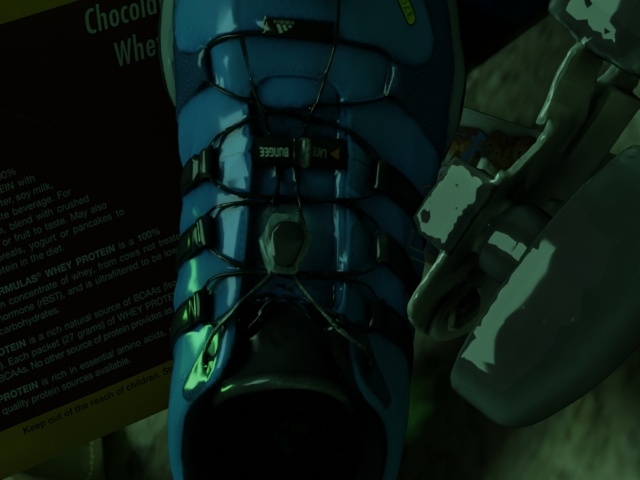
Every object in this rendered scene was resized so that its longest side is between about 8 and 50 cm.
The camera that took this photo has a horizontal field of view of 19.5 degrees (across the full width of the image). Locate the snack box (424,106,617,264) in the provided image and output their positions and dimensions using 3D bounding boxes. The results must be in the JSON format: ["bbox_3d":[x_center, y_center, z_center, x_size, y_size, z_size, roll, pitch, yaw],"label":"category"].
[{"bbox_3d":[0.070,-0.014,0.723,0.178,0.022,0.064,26,96,57],"label":"snack box"}]

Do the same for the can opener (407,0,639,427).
[{"bbox_3d":[0.122,-0.068,0.619,0.093,0.074,0.280,36,101,22],"label":"can opener"}]

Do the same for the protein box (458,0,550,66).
[{"bbox_3d":[0.013,-0.208,0.738,0.136,0.200,0.201,-35,47,42],"label":"protein box"}]

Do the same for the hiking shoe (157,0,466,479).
[{"bbox_3d":[0.000,0.000,0.659,0.132,0.113,0.304,-98,7,-65],"label":"hiking shoe"}]

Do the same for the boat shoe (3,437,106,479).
[{"bbox_3d":[-0.181,0.048,0.974,0.110,0.121,0.341,-64,32,13],"label":"boat shoe"}]

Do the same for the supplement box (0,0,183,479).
[{"bbox_3d":[-0.122,-0.027,0.792,0.129,0.191,0.194,14,121,58],"label":"supplement box"}]
